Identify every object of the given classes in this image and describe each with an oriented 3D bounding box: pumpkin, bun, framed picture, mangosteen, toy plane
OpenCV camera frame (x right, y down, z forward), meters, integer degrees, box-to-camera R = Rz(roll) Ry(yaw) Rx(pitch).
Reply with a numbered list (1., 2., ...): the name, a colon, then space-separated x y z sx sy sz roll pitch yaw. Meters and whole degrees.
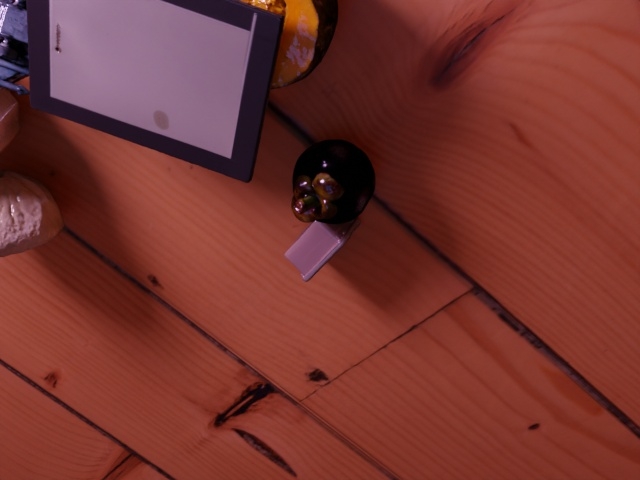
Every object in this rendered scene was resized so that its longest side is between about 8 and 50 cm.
1. pumpkin: -0.136 -0.322 0.998 0.317 0.139 0.221 31 126 -9
2. bun: -0.558 -0.053 1.281 0.221 0.220 0.134 3 109 14
3. framed picture: -0.232 -0.234 0.998 0.347 0.016 0.265 19 131 4
4. mangosteen: 0.010 -0.081 1.128 0.137 0.151 0.137 18 128 25
5. toy plane: -0.389 -0.297 1.095 0.326 0.104 0.222 20 97 3

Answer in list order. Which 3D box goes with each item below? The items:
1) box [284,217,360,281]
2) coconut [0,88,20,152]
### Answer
1. box: 0.000 0.000 1.235 0.062 0.089 0.122 41 126 -2
2. coconut: -0.604 -0.211 1.176 0.224 0.224 0.234 -31 114 32
